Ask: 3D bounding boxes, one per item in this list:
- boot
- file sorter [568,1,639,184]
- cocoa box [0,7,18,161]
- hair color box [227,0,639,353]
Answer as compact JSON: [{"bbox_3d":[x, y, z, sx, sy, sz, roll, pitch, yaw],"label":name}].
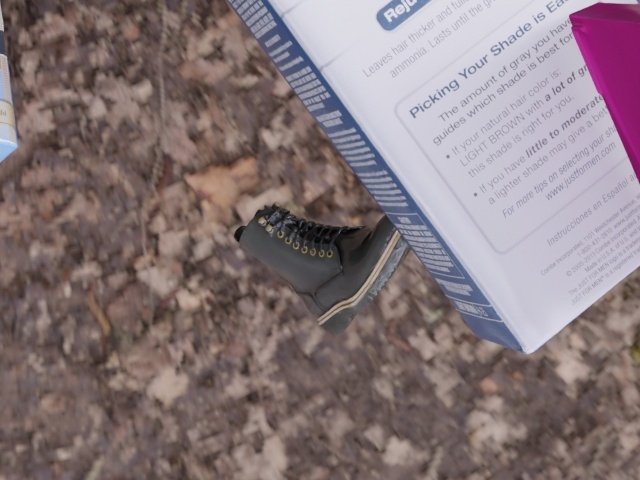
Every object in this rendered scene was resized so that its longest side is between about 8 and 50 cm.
[{"bbox_3d":[0.000,0.000,1.305,0.137,0.198,0.077,40,53,1],"label":"boot"},{"bbox_3d":[0.252,-0.042,0.664,0.182,0.291,0.202,-24,98,5],"label":"file sorter"},{"bbox_3d":[-0.578,-0.186,1.796,0.347,0.228,0.231,10,148,-41],"label":"cocoa box"},{"bbox_3d":[0.069,-0.125,0.850,0.174,0.105,0.347,-38,98,-8],"label":"hair color box"}]
